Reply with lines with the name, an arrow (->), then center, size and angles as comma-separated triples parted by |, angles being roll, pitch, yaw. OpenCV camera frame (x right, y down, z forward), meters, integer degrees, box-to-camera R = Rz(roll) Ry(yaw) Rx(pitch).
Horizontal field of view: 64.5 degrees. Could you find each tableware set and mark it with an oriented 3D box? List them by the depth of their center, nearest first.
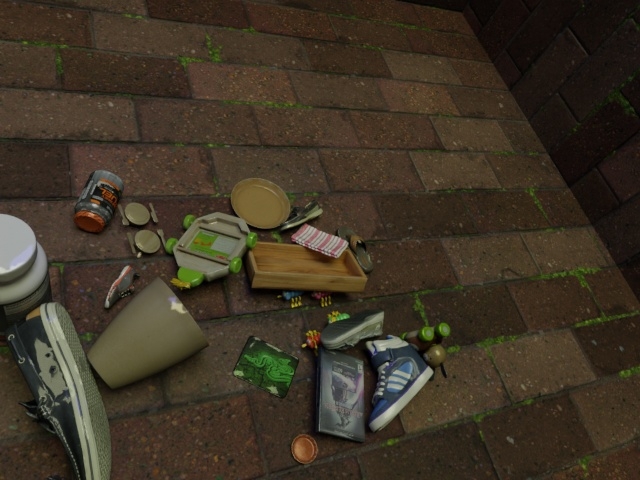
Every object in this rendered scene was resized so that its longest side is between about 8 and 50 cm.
tableware set -> -0.608, -0.037, 1.720 | 0.128, 0.039, 0.194 | -8, 67, -46

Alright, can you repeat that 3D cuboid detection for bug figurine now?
bug figurine -> -0.015, 0.250, 1.781 | 0.216, 0.072, 0.279 | -17, 67, -33

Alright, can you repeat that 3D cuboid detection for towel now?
towel -> 0.000, 0.000, 1.919 | 0.197, 0.029, 0.144 | 21, 27, 10

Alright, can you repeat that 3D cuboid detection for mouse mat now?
mouse mat -> -0.174, 0.408, 1.645 | 0.189, 0.007, 0.153 | 28, 51, -7

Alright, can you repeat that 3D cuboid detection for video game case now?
video game case -> 0.066, 0.497, 1.644 | 0.196, 0.026, 0.274 | 27, 47, -32

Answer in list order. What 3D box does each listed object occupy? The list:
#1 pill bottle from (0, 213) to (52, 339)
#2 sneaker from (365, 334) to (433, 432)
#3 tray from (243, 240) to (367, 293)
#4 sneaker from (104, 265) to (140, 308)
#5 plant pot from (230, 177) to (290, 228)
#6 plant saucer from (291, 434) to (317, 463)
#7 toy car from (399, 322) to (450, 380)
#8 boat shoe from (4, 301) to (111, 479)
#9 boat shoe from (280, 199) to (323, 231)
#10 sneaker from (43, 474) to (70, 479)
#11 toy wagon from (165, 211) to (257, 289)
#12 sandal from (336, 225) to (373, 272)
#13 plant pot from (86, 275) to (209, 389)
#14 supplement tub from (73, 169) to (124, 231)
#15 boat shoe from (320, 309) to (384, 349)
pill bottle -> -0.824, 0.099, 1.321 | 0.210, 0.363, 0.210 | 12, 54, -17
sneaker -> 0.209, 0.462, 1.722 | 0.236, 0.130, 0.322 | 43, 55, 19
tray -> -0.059, 0.096, 1.815 | 0.410, 0.076, 0.203 | 4, 30, -21
sneaker -> -0.614, 0.150, 1.582 | 0.064, 0.061, 0.158 | 30, 51, -12
plant pot -> -0.234, -0.139, 1.965 | 0.236, 0.032, 0.236 | 12, 55, -18
plant saucer -> -0.050, 0.636, 1.545 | 0.083, 0.013, 0.084 | 13, 54, -18
toy car -> 0.392, 0.408, 1.825 | 0.148, 0.155, 0.189 | -7, 74, -28
boat shoe -> -0.666, 0.409, 1.298 | 0.156, 0.187, 0.500 | -22, 82, -15
boat shoe -> -0.082, -0.099, 1.968 | 0.223, 0.080, 0.073 | -28, 94, -42
sneaker -> -0.571, 0.698, 1.214 | 0.299, 0.121, 0.112 | 39, 80, 3
toy wagon -> -0.384, 0.041, 1.705 | 0.267, 0.068, 0.344 | 15, 50, 15
sandal -> 0.145, 0.028, 2.010 | 0.090, 0.060, 0.219 | -17, 67, -33
plant pot -> -0.506, 0.287, 1.446 | 0.274, 0.256, 0.256 | -38, 79, -21
supplement tub -> -0.733, -0.129, 1.674 | 0.117, 0.117, 0.190 | 16, 54, -14
boat shoe -> 0.120, 0.317, 1.735 | 0.320, 0.118, 0.103 | -14, 98, -54
